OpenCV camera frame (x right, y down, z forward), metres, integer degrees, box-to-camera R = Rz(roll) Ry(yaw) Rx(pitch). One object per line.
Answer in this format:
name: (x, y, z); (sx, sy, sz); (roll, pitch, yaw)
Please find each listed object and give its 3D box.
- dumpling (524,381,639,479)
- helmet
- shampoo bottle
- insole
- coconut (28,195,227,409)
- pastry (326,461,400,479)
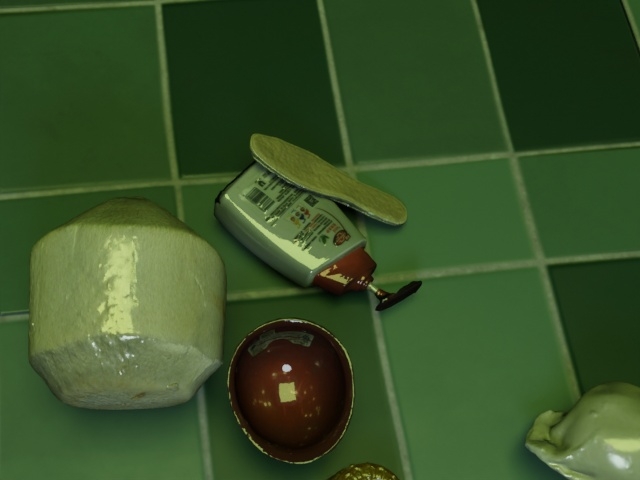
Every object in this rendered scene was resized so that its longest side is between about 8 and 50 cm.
dumpling: (0.378, 0.245, 1.204); (0.250, 0.162, 0.132); (-5, 101, 4)
helmet: (-0.036, 0.192, 1.195); (0.155, 0.106, 0.175); (-19, 74, -11)
shampoo bottle: (0.000, 0.000, 1.311); (0.284, 0.071, 0.153); (41, 58, 10)
insole: (0.014, -0.083, 1.331); (0.248, 0.011, 0.081); (24, 38, -16)
coconut: (-0.230, 0.068, 1.162); (0.237, 0.237, 0.266); (-4, 68, -8)
pastry: (0.052, 0.322, 1.173); (0.109, 0.057, 0.097); (14, 59, -2)
